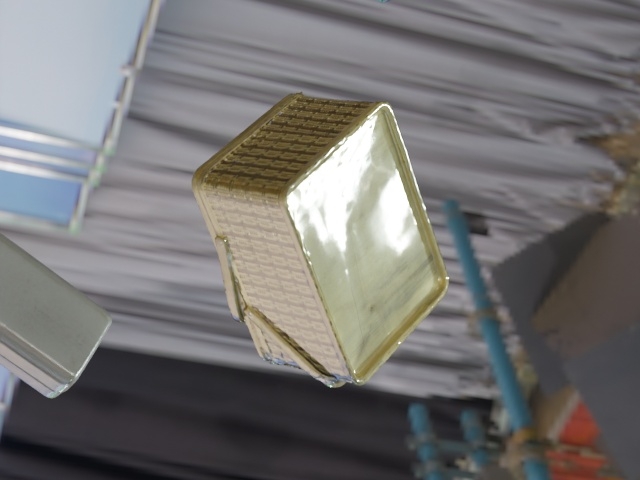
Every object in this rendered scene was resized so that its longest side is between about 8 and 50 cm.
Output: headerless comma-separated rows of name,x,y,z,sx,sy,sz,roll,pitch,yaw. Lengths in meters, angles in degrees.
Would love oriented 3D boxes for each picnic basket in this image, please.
picnic basket,0.000,0.000,1.937,0.175,0.228,0.313,10,-48,41

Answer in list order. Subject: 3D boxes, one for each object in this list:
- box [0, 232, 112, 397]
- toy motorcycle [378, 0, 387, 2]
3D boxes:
box,-0.326,0.046,1.513,0.055,0.243,0.103,-37,-161,48
toy motorcycle,0.079,-0.485,2.269,0.206,0.154,0.260,7,-50,37
